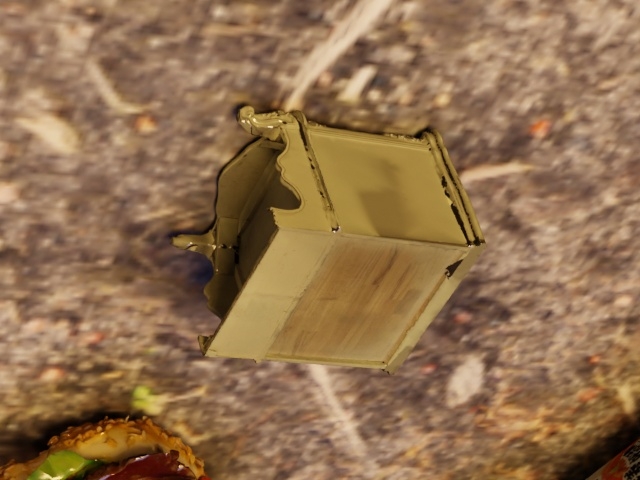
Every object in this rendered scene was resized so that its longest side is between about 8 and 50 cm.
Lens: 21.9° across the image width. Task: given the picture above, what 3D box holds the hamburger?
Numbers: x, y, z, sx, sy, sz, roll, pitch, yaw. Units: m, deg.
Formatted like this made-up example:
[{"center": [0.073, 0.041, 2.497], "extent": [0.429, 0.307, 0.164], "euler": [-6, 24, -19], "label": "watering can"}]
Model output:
[{"center": [-0.093, 0.140, 0.707], "extent": [0.137, 0.087, 0.166], "euler": [-30, 140, -2], "label": "hamburger"}]

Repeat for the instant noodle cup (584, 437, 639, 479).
[{"center": [0.200, 0.204, 0.794], "extent": [0.264, 0.264, 0.200], "euler": [23, 118, -40], "label": "instant noodle cup"}]

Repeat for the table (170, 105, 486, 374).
[{"center": [0.000, 0.000, 0.608], "extent": [0.083, 0.062, 0.079], "euler": [6, 135, -28], "label": "table"}]
